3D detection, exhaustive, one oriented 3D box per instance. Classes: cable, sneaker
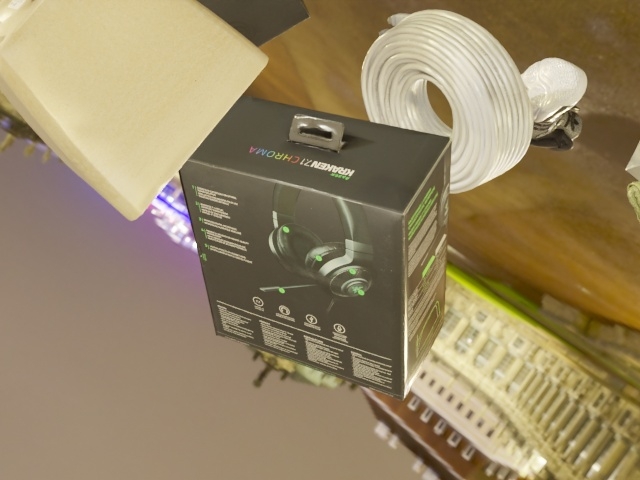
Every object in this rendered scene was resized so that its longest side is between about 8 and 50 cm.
[{"bbox_3d":[0.169,-0.190,1.073,0.257,0.089,0.257,11,126,55],"label":"cable"},{"bbox_3d":[0.398,-0.225,1.311,0.153,0.101,0.268,17,172,-17],"label":"sneaker"}]

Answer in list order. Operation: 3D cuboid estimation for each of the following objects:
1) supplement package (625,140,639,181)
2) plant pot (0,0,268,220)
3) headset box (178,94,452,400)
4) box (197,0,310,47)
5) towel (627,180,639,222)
[{"bbox_3d":[0.648,-0.125,1.145,0.262,0.199,0.198,35,163,-12],"label":"supplement package"},{"bbox_3d":[-0.114,-0.092,0.397,0.096,0.109,0.109,42,173,-37],"label":"plant pot"},{"bbox_3d":[0.000,0.000,0.819,0.246,0.131,0.283,15,135,23],"label":"headset box"},{"bbox_3d":[-0.153,-0.388,1.039,0.270,0.165,0.143,46,-160,-55],"label":"box"},{"bbox_3d":[0.497,-0.024,1.064,0.027,0.110,0.148,109,147,-61],"label":"towel"}]
